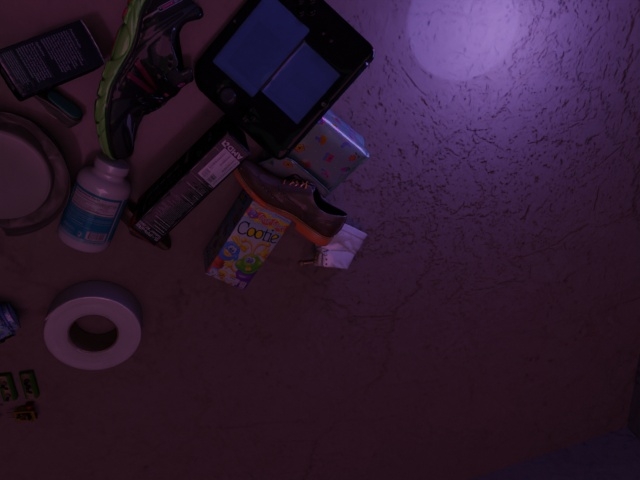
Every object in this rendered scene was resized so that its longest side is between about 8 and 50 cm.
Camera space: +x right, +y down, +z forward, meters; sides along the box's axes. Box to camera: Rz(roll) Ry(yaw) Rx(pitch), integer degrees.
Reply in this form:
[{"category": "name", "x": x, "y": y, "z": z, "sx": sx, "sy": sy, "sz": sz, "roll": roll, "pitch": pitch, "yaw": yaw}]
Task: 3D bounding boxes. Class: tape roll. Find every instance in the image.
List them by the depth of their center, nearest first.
[{"category": "tape roll", "x": -0.716, "y": 0.270, "z": 1.672, "sx": 0.286, "sy": 0.100, "sz": 0.286, "roll": -6, "pitch": 119, "yaw": -11}]

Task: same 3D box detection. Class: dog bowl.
[{"category": "dog bowl", "x": -0.845, "y": -0.184, "z": 1.397, "sx": 0.349, "sy": 0.102, "sz": 0.348, "roll": -6, "pitch": 118, "yaw": -12}]

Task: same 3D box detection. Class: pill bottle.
[{"category": "pill bottle", "x": -0.622, "y": -0.108, "z": 1.471, "sx": 0.146, "sy": 0.146, "sz": 0.264, "roll": 22, "pitch": 109, "yaw": -24}]

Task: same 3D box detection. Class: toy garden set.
[{"category": "toy garden set", "x": -1.071, "y": 0.537, "z": 1.747, "sx": 0.245, "sy": 0.049, "sz": 0.203, "roll": -4, "pitch": 118, "yaw": -13}]

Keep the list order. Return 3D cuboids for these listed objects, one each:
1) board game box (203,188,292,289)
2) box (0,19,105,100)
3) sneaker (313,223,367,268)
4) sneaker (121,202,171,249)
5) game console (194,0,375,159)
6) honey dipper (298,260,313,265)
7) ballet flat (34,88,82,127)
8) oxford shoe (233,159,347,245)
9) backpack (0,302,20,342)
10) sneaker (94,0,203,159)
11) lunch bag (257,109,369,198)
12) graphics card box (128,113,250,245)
[{"category": "board game box", "x": -0.230, "y": -0.011, "z": 1.627, "sx": 0.142, "sy": 0.144, "sz": 0.275, "roll": 27, "pitch": 108, "yaw": -26}, {"category": "box", "x": -0.644, "y": -0.425, "z": 1.252, "sx": 0.207, "sy": 0.153, "sz": 0.108, "roll": -35, "pitch": 115, "yaw": -24}, {"category": "sneaker", "x": 0.000, "y": 0.000, "z": 1.700, "sx": 0.293, "sy": 0.108, "sz": 0.169, "roll": 24, "pitch": 95, "yaw": -26}, {"category": "sneaker", "x": -0.535, "y": -0.034, "z": 1.591, "sx": 0.071, "sy": 0.066, "sz": 0.188, "roll": -30, "pitch": 117, "yaw": 21}, {"category": "game console", "x": -0.104, "y": -0.459, "z": 1.379, "sx": 0.342, "sy": 0.060, "sz": 0.386, "roll": 43, "pitch": 99, "yaw": 3}, {"category": "honey dipper", "x": 0.005, "y": 0.071, "z": 1.802, "sx": 0.161, "sy": 0.030, "sz": 0.030, "roll": -8, "pitch": 119, "yaw": -7}, {"category": "ballet flat", "x": -0.715, "y": -0.375, "z": 1.353, "sx": 0.068, "sy": 0.072, "sz": 0.213, "roll": -23, "pitch": 123, "yaw": 34}, {"category": "oxford shoe", "x": -0.084, "y": -0.139, "z": 1.527, "sx": 0.364, "sy": 0.130, "sz": 0.132, "roll": 35, "pitch": 120, "yaw": -13}, {"category": "backpack", "x": -0.966, "y": 0.234, "z": 1.587, "sx": 0.084, "sy": 0.105, "sz": 0.114, "roll": -33, "pitch": 123, "yaw": -23}, {"category": "sneaker", "x": -0.437, "y": -0.409, "z": 1.340, "sx": 0.202, "sy": 0.185, "sz": 0.482, "roll": 21, "pitch": 111, "yaw": -19}, {"category": "lunch bag", "x": -0.027, "y": -0.249, "z": 1.552, "sx": 0.223, "sy": 0.160, "sz": 0.262, "roll": 35, "pitch": 116, "yaw": -30}, {"category": "graphics card box", "x": -0.360, "y": -0.173, "z": 1.456, "sx": 0.371, "sy": 0.232, "sz": 0.094, "roll": -43, "pitch": 115, "yaw": 8}]
